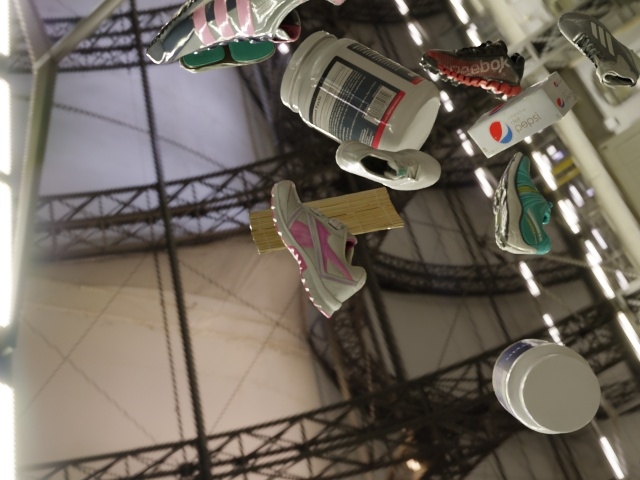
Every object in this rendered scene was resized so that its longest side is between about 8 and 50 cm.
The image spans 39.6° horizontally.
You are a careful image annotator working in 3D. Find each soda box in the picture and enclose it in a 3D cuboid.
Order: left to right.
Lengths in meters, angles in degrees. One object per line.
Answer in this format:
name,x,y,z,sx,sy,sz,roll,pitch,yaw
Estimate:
soda box,0.392,-0.243,1.740,0.074,0.216,0.069,50,-125,-8

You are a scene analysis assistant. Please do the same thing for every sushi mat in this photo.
sushi mat,0.008,-0.045,1.907,0.151,0.317,0.019,-107,8,-51

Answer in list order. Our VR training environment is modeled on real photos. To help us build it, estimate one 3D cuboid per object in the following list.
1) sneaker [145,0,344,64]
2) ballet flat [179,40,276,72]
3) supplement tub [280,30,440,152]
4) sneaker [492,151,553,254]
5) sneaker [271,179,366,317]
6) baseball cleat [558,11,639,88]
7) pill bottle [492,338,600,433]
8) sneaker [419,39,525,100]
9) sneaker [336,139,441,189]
sneaker,-0.104,-0.294,1.182,0.131,0.319,0.112,46,-136,-22
ballet flat,-0.205,-0.415,1.961,0.068,0.213,0.072,-167,67,-86
supplement tub,0.079,-0.277,1.746,0.272,0.191,0.191,32,-163,18
sneaker,0.418,-0.070,1.826,0.110,0.107,0.275,12,-133,-3
sneaker,0.000,0.000,1.509,0.252,0.111,0.103,63,-177,16
baseball cleat,0.573,-0.390,1.830,0.206,0.072,0.109,32,-128,1
pill bottle,0.392,0.253,1.548,0.153,0.153,0.264,57,180,4
sneaker,0.376,-0.431,2.144,0.276,0.135,0.097,12,-159,-18
sneaker,0.137,-0.128,1.606,0.212,0.080,0.094,7,-168,-26
